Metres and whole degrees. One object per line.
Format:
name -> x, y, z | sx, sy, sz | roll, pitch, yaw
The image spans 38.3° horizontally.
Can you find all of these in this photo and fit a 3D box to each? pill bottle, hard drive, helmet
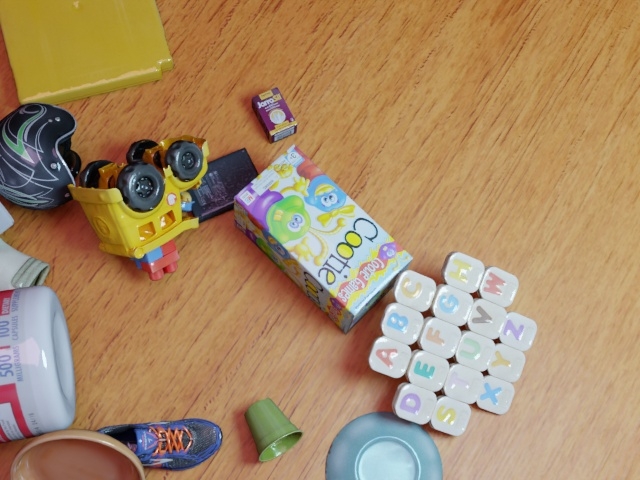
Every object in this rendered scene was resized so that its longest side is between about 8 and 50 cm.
pill bottle -> -0.592, 0.208, 1.382 | 0.407, 0.229, 0.229 | -9, 73, -8
hard drive -> -0.174, -0.098, 1.625 | 0.135, 0.022, 0.094 | -24, 75, -11
helmet -> -0.478, -0.132, 1.541 | 0.169, 0.169, 0.162 | 14, 56, 0

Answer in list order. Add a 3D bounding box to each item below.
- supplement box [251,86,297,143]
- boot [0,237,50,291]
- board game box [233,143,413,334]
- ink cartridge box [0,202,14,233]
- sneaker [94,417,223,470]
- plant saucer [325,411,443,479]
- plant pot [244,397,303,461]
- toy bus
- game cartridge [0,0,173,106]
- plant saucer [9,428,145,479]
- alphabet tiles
supplement box -> -0.083, -0.226, 1.663 | 0.055, 0.043, 0.083 | -26, 75, -11
boot -> -0.563, 0.090, 1.507 | 0.165, 0.077, 0.213 | 30, 71, 3
board game box -> 0.000, 0.000, 1.544 | 0.275, 0.142, 0.144 | 44, 74, 10
ink cartridge box -> -0.665, -0.071, 1.485 | 0.201, 0.117, 0.278 | -41, 60, -16
sneaker -> -0.264, 0.322, 1.447 | 0.221, 0.087, 0.083 | -7, 73, -7
plant saucer -> 0.106, 0.372, 1.487 | 0.194, 0.037, 0.195 | 2, 72, -5
plant pot -> -0.083, 0.299, 1.480 | 0.083, 0.083, 0.079 | -30, 65, -13
toy bus -> -0.274, -0.052, 1.534 | 0.220, 0.149, 0.212 | -35, 117, -37
game cartridge -> -0.445, -0.417, 1.698 | 0.285, 0.053, 0.324 | -15, 76, -9
plant saucer -> -0.364, 0.350, 1.393 | 0.199, 0.200, 0.037 | 1, 38, -4
alphabet tiles -> 0.222, 0.169, 1.500 | 0.278, 0.021, 0.284 | 23, 85, -20
